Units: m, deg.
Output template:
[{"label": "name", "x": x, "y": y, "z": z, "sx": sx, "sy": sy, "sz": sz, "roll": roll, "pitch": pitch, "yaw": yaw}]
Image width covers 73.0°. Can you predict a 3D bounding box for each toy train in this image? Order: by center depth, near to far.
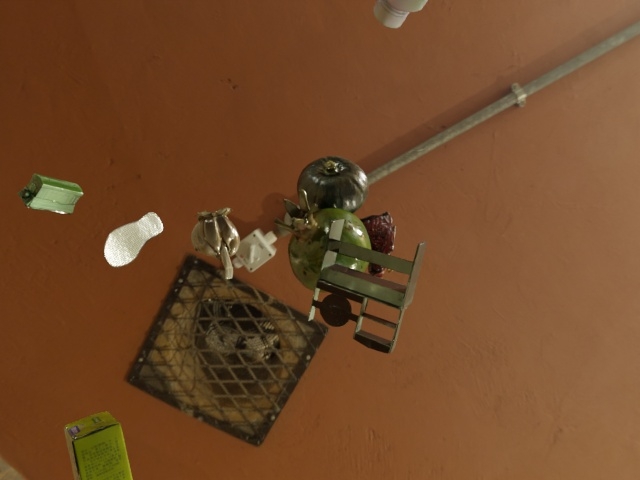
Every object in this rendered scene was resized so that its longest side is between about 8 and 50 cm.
[{"label": "toy train", "x": -0.459, "y": -0.078, "z": 0.741, "sx": 0.038, "sy": 0.093, "sz": 0.056, "roll": 44, "pitch": -79, "yaw": 20}]

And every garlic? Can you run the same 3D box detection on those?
[{"label": "garlic", "x": -0.271, "y": 0.013, "z": 1.187, "sx": 0.131, "sy": 0.127, "sz": 0.194, "roll": -19, "pitch": -100, "yaw": -34}]

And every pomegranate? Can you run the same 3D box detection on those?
[{"label": "pomegranate", "x": 0.000, "y": 0.000, "z": 0.883, "sx": 0.182, "sy": 0.181, "sz": 0.224, "roll": -38, "pitch": -57, "yaw": 8}]

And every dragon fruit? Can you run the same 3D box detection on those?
[{"label": "dragon fruit", "x": 0.138, "y": 0.009, "z": 1.052, "sx": 0.123, "sy": 0.192, "sz": 0.092, "roll": 34, "pitch": -55, "yaw": -23}]

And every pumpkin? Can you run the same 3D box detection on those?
[{"label": "pumpkin", "x": 0.029, "y": -0.124, "z": 1.002, "sx": 0.167, "sy": 0.167, "sz": 0.125, "roll": 26, "pitch": -39, "yaw": -3}]

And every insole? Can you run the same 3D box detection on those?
[{"label": "insole", "x": -0.448, "y": -0.010, "z": 1.047, "sx": 0.005, "sy": 0.253, "sz": 0.086, "roll": -19, "pitch": -70, "yaw": 15}]

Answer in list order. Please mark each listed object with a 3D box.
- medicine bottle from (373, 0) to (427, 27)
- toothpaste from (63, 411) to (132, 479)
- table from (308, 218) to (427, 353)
[{"label": "medicine bottle", "x": 0.126, "y": -0.373, "z": 0.627, "sx": 0.074, "sy": 0.118, "sz": 0.054, "roll": 25, "pitch": -119, "yaw": -9}, {"label": "toothpaste", "x": -0.368, "y": 0.476, "z": 0.755, "sx": 0.077, "sy": 0.110, "sz": 0.327, "roll": -12, "pitch": -91, "yaw": -36}, {"label": "table", "x": 0.072, "y": 0.068, "z": 0.687, "sx": 0.146, "sy": 0.062, "sz": 0.175, "roll": 17, "pitch": -79, "yaw": 23}]
